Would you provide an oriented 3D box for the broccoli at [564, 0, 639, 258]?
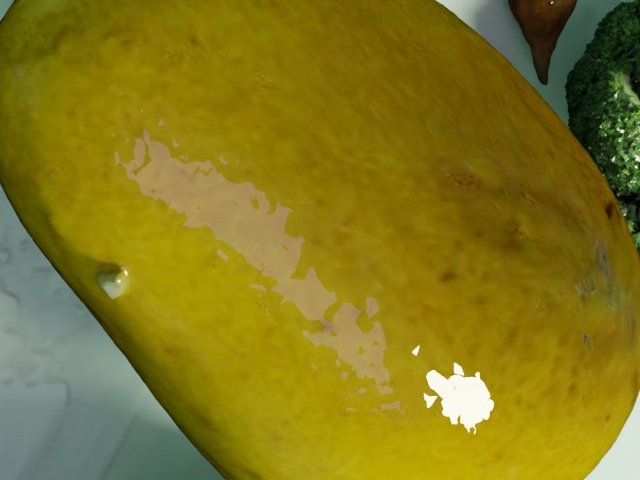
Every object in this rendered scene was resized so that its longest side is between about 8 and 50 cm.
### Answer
[{"bbox_3d":[0.233,-0.076,1.042,0.156,0.195,0.195,-1,123,24],"label":"broccoli"}]

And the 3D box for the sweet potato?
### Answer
[{"bbox_3d":[0.139,-0.148,1.023,0.049,0.049,0.117,-12,121,-18],"label":"sweet potato"}]

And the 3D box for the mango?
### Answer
[{"bbox_3d":[0.000,0.000,0.903,0.445,0.220,0.301,28,65,-36],"label":"mango"}]
